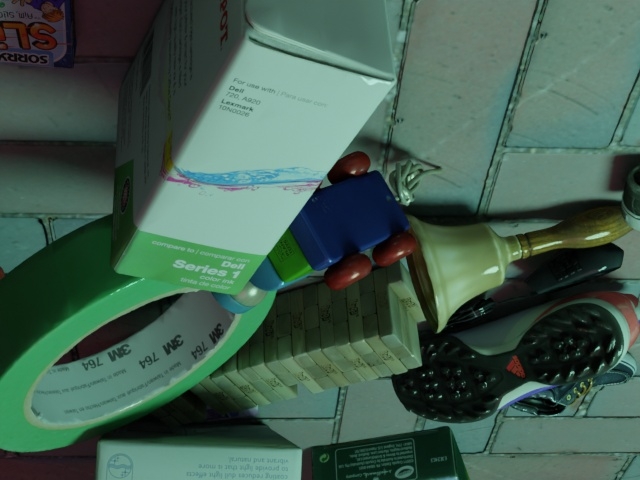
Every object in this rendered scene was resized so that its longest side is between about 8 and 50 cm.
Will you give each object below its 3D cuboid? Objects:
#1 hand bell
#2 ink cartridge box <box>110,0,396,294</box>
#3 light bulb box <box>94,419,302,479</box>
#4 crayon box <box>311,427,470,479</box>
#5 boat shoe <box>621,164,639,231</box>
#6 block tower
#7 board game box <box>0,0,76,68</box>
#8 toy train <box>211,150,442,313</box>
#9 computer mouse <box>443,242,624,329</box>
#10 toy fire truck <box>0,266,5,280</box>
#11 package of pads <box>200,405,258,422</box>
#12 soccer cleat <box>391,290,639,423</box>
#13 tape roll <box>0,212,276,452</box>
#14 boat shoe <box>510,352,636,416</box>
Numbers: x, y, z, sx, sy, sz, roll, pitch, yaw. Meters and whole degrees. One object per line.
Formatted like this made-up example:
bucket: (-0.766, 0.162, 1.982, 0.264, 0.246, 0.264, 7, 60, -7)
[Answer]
hand bell: (0.216, 0.003, 1.166, 0.242, 0.126, 0.126, -15, 143, -4)
ink cartridge box: (-0.063, -0.119, 0.874, 0.117, 0.201, 0.278, 13, 141, -23)
light bulb box: (-0.156, 0.406, 1.344, 0.225, 0.360, 0.358, 3, 174, -8)
crayon box: (0.125, 0.396, 1.686, 0.203, 0.083, 0.323, -11, 143, 11)
boat shoe: (0.407, -0.049, 1.106, 0.219, 0.077, 0.070, -5, 145, 6)
block tower: (-0.046, 0.124, 1.297, 0.336, 0.097, 0.091, -18, 142, 17)
board game box: (-0.296, -0.200, 0.889, 0.201, 0.035, 0.136, 2, 143, -7)
toy train: (0.011, -0.007, 1.053, 0.143, 0.105, 0.248, -31, 176, 32)
computer mouse: (0.226, 0.048, 1.265, 0.242, 0.041, 0.071, -25, 167, 34)
toy fire truck: (-0.458, 0.078, 1.148, 0.302, 0.169, 0.254, 0, 148, -3)
package of pads: (-0.125, 0.207, 1.455, 0.083, 0.032, 0.050, -8, 143, 8)
soccer cleat: (0.227, 0.134, 1.328, 0.318, 0.108, 0.116, -24, 178, 37)
tape roll: (-0.198, 0.088, 1.127, 0.321, 0.077, 0.321, -28, 158, -13)
boat shoe: (0.307, 0.177, 1.399, 0.183, 0.083, 0.065, 6, 143, -12)
